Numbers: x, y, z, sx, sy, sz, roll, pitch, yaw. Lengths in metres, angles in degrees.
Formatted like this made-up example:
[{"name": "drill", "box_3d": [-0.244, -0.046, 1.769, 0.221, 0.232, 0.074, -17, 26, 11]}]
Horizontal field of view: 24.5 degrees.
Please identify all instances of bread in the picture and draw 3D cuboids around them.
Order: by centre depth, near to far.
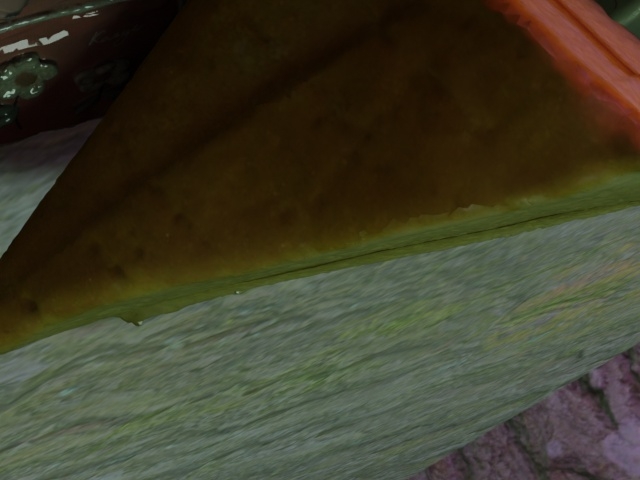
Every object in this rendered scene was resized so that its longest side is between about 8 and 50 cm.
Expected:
[{"name": "bread", "box_3d": [0.000, 0.000, 0.778, 0.362, 0.245, 0.233, -47, 164, 19]}]

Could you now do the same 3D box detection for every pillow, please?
[{"name": "pillow", "box_3d": [-0.122, -0.116, 0.704, 0.126, 0.043, 0.232, -20, 162, -19]}]

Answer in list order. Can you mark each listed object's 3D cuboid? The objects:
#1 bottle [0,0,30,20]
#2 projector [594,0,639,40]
[{"name": "bottle", "box_3d": [-0.185, -0.104, 0.551, 0.099, 0.099, 0.152, -35, 158, 31]}, {"name": "projector", "box_3d": [0.222, -0.146, 1.028, 0.269, 0.088, 0.193, -6, 156, -47]}]
